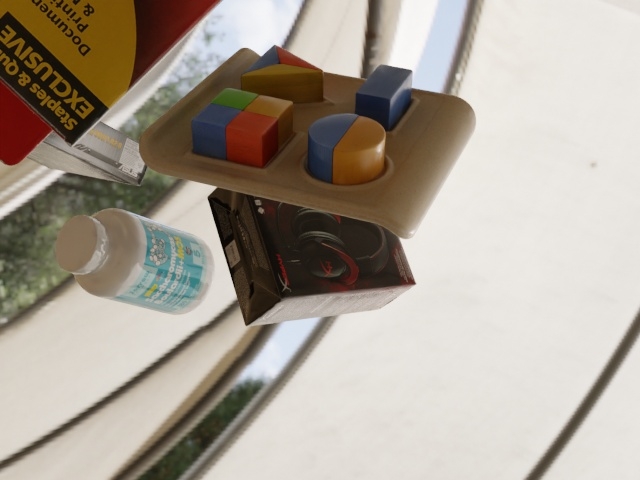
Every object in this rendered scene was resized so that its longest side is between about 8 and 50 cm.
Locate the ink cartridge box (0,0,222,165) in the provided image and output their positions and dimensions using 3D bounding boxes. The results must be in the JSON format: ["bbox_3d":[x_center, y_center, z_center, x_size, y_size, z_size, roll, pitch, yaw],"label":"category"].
[{"bbox_3d":[-0.238,-0.228,0.693,0.309,0.272,0.130,45,4,-21],"label":"ink cartridge box"}]

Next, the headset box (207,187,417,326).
[{"bbox_3d":[0.000,0.000,1.527,0.110,0.293,0.218,-39,-118,47],"label":"headset box"}]

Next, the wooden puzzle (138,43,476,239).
[{"bbox_3d":[-0.002,-0.152,1.241,0.347,0.322,0.080,17,-53,15],"label":"wooden puzzle"}]

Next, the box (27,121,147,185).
[{"bbox_3d":[-0.357,-0.141,1.266,0.183,0.231,0.056,13,-99,33],"label":"box"}]

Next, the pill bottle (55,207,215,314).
[{"bbox_3d":[-0.305,0.033,1.634,0.146,0.264,0.146,-9,-107,32],"label":"pill bottle"}]
